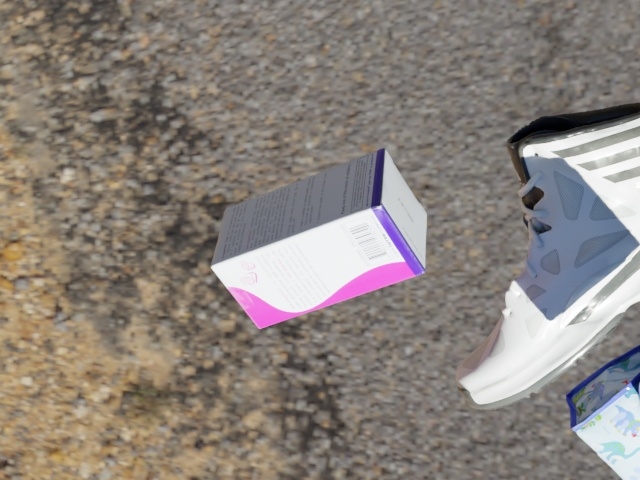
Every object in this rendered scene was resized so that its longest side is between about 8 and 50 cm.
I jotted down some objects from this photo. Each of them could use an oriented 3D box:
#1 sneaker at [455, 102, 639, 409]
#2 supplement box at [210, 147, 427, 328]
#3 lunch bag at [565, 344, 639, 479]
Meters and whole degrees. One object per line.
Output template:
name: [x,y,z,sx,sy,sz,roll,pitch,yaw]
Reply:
sneaker: [0.282,-0.001,1.689,0.257,0.447,0.169,46,25,-1]
supplement box: [0.000,0.000,1.575,0.111,0.220,0.114,55,26,-33]
lunch bag: [0.352,0.176,1.414,0.151,0.096,0.129,-41,104,17]
